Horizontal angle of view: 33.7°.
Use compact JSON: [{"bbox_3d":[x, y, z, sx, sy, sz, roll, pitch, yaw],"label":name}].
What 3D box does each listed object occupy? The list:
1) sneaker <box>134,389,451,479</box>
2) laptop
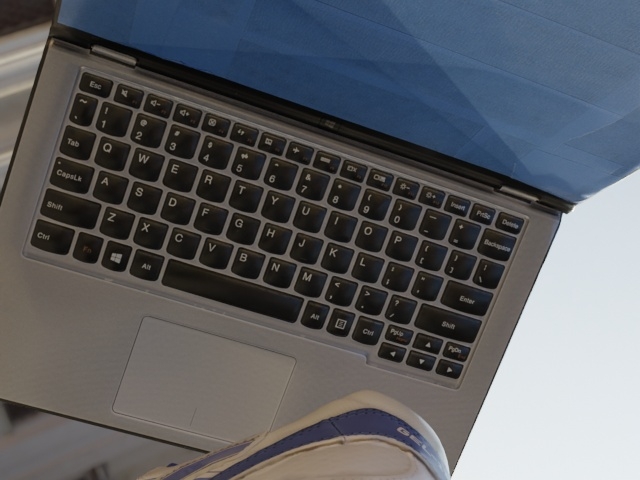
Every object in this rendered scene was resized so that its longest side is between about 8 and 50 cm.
[{"bbox_3d":[-0.073,0.152,0.372,0.112,0.296,0.131,57,25,-13],"label":"sneaker"},{"bbox_3d":[0.000,0.000,0.637,0.236,0.382,0.408,-119,-132,-72],"label":"laptop"}]
